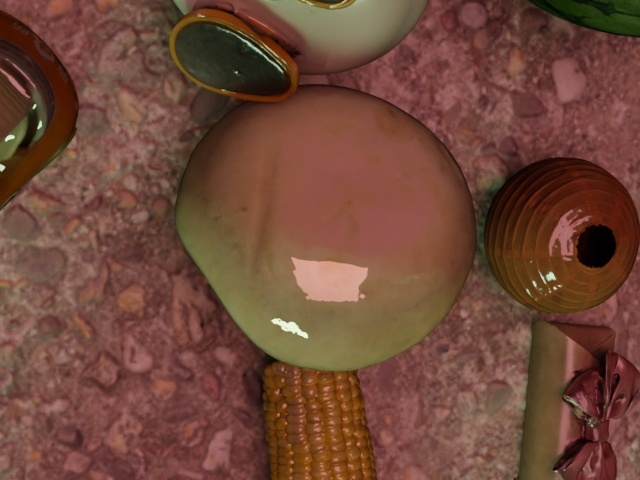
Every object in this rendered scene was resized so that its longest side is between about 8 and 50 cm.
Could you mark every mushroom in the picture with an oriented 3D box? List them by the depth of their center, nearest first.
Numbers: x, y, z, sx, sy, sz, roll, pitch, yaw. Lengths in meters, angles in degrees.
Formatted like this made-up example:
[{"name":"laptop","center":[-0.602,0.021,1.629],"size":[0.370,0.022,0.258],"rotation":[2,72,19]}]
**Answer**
[{"name":"mushroom","center":[0.000,0.000,1.353],"size":[0.246,0.202,0.246],"rotation":[13,47,-14]}]

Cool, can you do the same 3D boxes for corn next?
[{"name":"corn","center":[0.003,0.208,1.415],"size":[0.093,0.093,0.244],"rotation":[-6,96,-17]}]

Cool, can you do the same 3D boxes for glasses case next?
[{"name":"glasses case","center":[0.239,0.171,1.496],"size":[0.103,0.070,0.193],"rotation":[4,94,-19]}]

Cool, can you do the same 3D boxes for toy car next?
[{"name":"toy car","center":[-0.276,-0.070,1.241],"size":[0.235,0.235,0.145],"rotation":[-45,106,-9]}]

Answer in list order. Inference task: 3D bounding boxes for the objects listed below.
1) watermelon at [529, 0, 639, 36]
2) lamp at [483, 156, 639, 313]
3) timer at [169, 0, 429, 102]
[{"name":"watermelon","center":[0.266,-0.326,1.324],"size":[0.363,0.363,0.363],"rotation":[-1,95,-17]},{"name":"lamp","center":[0.206,-0.004,1.441],"size":[0.136,0.136,0.136],"rotation":[-1,95,-17]},{"name":"timer","center":[-0.014,-0.253,1.316],"size":[0.233,0.233,0.240],"rotation":[37,47,-16]}]
